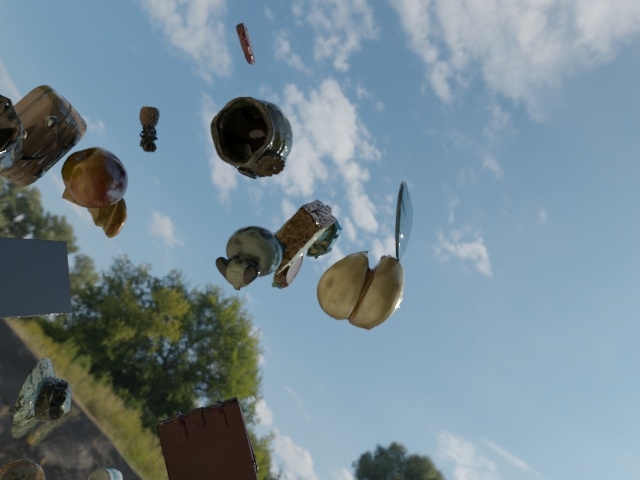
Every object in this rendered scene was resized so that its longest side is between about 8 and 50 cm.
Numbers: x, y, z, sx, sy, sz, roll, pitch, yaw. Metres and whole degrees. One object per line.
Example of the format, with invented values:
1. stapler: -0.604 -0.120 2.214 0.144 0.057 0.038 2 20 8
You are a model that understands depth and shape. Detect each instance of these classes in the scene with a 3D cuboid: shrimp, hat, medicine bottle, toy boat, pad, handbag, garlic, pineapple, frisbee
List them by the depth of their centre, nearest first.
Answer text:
1. shrimp: -0.748 0.627 1.205 0.132 0.188 0.052 6 -41 -2
2. pad: -0.752 0.090 1.212 0.005 0.299 0.202 -12 -99 27
3. hat: -0.921 -0.196 1.235 0.257 0.367 0.381 28 -52 -29
4. handbag: -0.332 0.629 1.470 0.084 0.259 0.276 168 -91 -85
5. handbag: -0.843 -0.301 1.475 0.283 0.302 0.149 34 -15 35
6. hat: -0.911 0.535 1.672 0.128 0.266 0.266 12 -35 -9
7. medicine bottle: -0.723 0.810 1.674 0.080 0.080 0.130 42 -17 15
8. pineapple: -0.606 -0.390 1.752 0.074 0.074 0.160 7 -85 47
9. frisbee: 0.307 -0.069 1.786 0.049 0.290 0.290 4 -51 14
10. garlic: 0.150 0.186 1.824 0.286 0.249 0.313 40 -64 11
11. toy boat: 0.000 0.000 2.145 0.238 0.098 0.109 -57 -132 45
12. toy boat: -0.133 0.093 2.265 0.099 0.293 0.109 0 -40 28

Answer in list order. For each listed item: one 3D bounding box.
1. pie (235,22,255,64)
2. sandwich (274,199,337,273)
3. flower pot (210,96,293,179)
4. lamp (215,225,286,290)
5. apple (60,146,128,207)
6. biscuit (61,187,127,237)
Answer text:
1. pie: -0.279 -0.735 1.854 0.153 0.038 0.154 -14 90 -87
2. sandwich: -0.103 -0.009 1.949 0.131 0.262 0.325 46 -70 2
3. flower pot: -0.250 -0.376 1.858 0.301 0.213 0.302 0 -89 26
4. lamp: -0.234 0.052 1.660 0.197 0.244 0.198 9 -59 15
5. apple: -0.666 -0.187 1.491 0.160 0.195 0.173 2 -51 12
6. biscuit: -0.774 -0.143 1.732 0.299 0.154 0.045 35 -11 18
